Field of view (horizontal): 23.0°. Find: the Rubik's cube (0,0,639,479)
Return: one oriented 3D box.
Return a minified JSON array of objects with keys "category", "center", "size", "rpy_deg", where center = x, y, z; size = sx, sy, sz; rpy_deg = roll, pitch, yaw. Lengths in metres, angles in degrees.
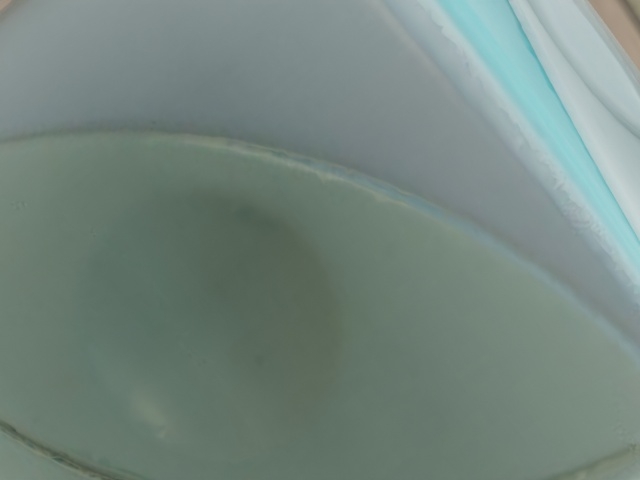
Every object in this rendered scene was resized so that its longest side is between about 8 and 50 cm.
[{"category":"Rubik's cube","center":[0.000,0.000,0.839],"size":[0.351,0.347,0.352],"rpy_deg":[54,21,2]}]
